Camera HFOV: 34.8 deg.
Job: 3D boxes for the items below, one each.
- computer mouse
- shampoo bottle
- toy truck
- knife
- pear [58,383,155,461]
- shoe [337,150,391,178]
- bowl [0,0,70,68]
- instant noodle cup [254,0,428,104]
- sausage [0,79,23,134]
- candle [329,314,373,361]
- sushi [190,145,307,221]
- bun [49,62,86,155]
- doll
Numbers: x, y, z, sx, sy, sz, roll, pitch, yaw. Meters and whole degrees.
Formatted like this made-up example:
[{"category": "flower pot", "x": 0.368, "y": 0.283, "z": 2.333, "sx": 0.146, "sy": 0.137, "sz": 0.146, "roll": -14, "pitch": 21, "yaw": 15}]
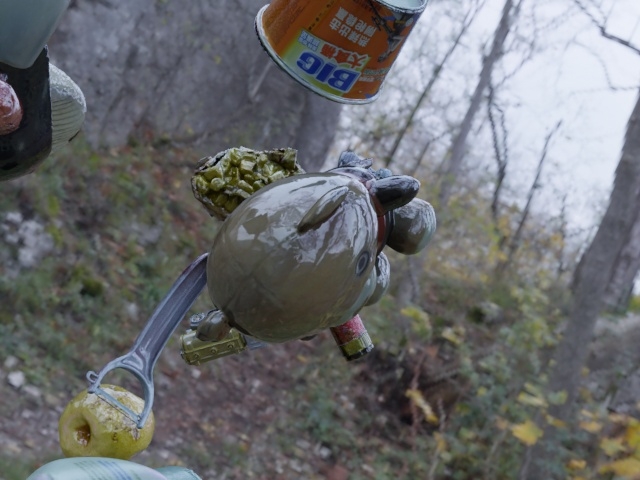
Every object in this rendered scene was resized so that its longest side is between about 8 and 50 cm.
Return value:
[{"category": "computer mouse", "x": -0.497, "y": -0.187, "z": 1.578, "sx": 0.087, "sy": 0.168, "sz": 0.295, "roll": 62, "pitch": -29, "yaw": 33}, {"category": "shampoo bottle", "x": -0.304, "y": 0.432, "z": 1.578, "sx": 0.222, "sy": 0.151, "sz": 0.349, "roll": 51, "pitch": 21, "yaw": 25}, {"category": "toy truck", "x": -0.120, "y": 0.122, "z": 1.319, "sx": 0.063, "sy": 0.123, "sz": 0.052, "roll": -96, "pitch": 168, "yaw": -61}, {"category": "knife", "x": -0.242, "y": 0.127, "z": 1.510, "sx": 0.053, "sy": 0.278, "sz": 0.123, "roll": 6, "pitch": -32, "yaw": 44}, {"category": "pear", "x": -0.388, "y": 0.346, "z": 1.872, "sx": 0.178, "sy": 0.178, "sz": 0.178, "roll": 26, "pitch": -11, "yaw": 5}, {"category": "shoe", "x": 0.079, "y": -0.080, "z": 1.510, "sx": 0.071, "sy": 0.064, "sz": 0.143, "roll": -28, "pitch": -59, "yaw": 32}, {"category": "bowl", "x": -0.321, "y": -0.313, "z": 0.937, "sx": 0.289, "sy": 0.146, "sz": 0.289, "roll": 48, "pitch": 7, "yaw": -7}, {"category": "instant noodle cup", "x": 0.051, "y": -0.426, "z": 1.908, "sx": 0.296, "sy": 0.296, "sz": 0.214, "roll": 30, "pitch": -52, "yaw": -12}, {"category": "sausage", "x": -0.453, "y": -0.186, "z": 1.421, "sx": 0.076, "sy": 0.076, "sz": 0.141, "roll": 29, "pitch": -8, "yaw": -7}, {"category": "candle", "x": 0.030, "y": 0.111, "z": 1.501, "sx": 0.131, "sy": 0.052, "sz": 0.052, "roll": 64, "pitch": -16, "yaw": -5}, {"category": "sushi", "x": -0.090, "y": -0.081, "z": 1.747, "sx": 0.296, "sy": 0.167, "sz": 0.179, "roll": 26, "pitch": -37, "yaw": -33}, {"category": "bun", "x": -0.561, "y": -0.247, "z": 1.913, "sx": 0.141, "sy": 0.239, "sz": 0.239, "roll": 65, "pitch": 7, "yaw": 26}, {"category": "doll", "x": 0.000, "y": 0.000, "z": 1.099, "sx": 0.174, "sy": 0.235, "sz": 0.330, "roll": 48, "pitch": 24, "yaw": 6}]
